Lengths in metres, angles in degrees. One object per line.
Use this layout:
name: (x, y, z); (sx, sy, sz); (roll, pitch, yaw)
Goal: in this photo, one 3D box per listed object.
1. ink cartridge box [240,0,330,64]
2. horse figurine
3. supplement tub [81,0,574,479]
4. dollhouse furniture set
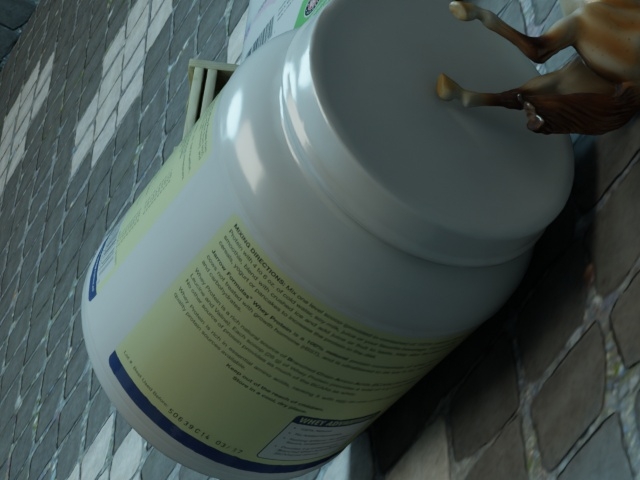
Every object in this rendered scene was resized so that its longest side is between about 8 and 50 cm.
ink cartridge box: (0.024, -0.216, 1.685); (0.201, 0.117, 0.278); (-49, 25, 41)
horse figurine: (0.161, -0.159, 1.220); (0.066, 0.174, 0.263); (113, 161, -55)
supplement tub: (0.000, 0.000, 1.298); (0.325, 0.235, 0.235); (-47, 26, 44)
dollhouse furniture set: (-0.072, -0.056, 1.792); (0.183, 0.129, 0.129); (98, 178, -48)
